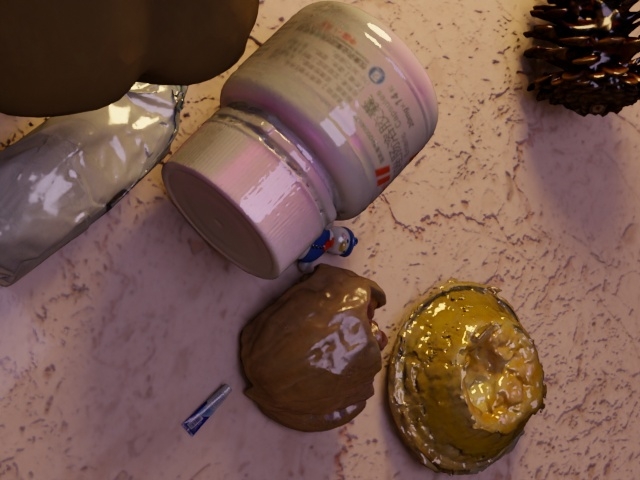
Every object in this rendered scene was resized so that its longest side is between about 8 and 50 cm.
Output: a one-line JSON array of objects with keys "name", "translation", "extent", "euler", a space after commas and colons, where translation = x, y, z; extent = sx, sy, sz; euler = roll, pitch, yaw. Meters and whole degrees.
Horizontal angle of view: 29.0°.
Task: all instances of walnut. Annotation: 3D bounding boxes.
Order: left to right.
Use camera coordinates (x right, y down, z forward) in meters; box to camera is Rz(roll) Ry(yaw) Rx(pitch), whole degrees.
[{"name": "walnut", "translation": [0.001, 0.148, 1.713], "extent": [0.204, 0.141, 0.238], "euler": [11, 82, -29]}]

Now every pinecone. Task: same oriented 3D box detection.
[{"name": "pinecone", "translation": [0.450, -0.349, 2.023], "extent": [0.246, 0.246, 0.292], "euler": [-5, 87, -36]}]

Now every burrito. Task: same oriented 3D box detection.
[{"name": "burrito", "translation": [-0.293, -0.102, 1.539], "extent": [0.445, 0.101, 0.139], "euler": [-43, 107, -31]}]

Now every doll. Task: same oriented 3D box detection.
[{"name": "doll", "translation": [0.000, 0.000, 1.776], "extent": [0.143, 0.057, 0.099], "euler": [3, 111, -42]}]

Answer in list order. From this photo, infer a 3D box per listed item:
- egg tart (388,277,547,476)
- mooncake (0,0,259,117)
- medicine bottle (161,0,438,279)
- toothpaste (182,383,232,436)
[{"name": "egg tart", "translation": [0.242, 0.214, 1.896], "extent": [0.315, 0.120, 0.315], "euler": [3, 84, -35]}, {"name": "mooncake", "translation": [-0.286, -0.292, 1.283], "extent": [0.467, 0.467, 0.262], "euler": [-19, 120, -36]}, {"name": "medicine bottle", "translation": [-0.028, -0.131, 1.640], "extent": [0.325, 0.256, 0.256], "euler": [-47, 113, -21]}, {"name": "toothpaste", "translation": [-0.153, 0.227, 1.670], "extent": [0.083, 0.015, 0.024], "euler": [-47, 114, -23]}]
